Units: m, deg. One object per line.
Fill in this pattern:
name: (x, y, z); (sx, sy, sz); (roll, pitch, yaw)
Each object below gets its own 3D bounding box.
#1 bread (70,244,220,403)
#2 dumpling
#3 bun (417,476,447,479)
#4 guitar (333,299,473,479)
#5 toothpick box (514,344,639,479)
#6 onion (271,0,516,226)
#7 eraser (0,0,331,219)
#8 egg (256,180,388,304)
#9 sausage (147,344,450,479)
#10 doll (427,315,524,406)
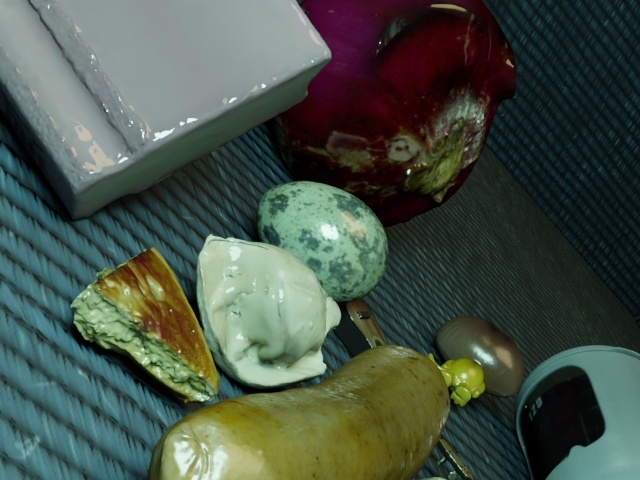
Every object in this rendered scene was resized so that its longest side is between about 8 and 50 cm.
bread: (-0.148, 0.054, 0.825); (0.154, 0.054, 0.136); (47, 20, -35)
dumpling: (-0.050, 0.075, 0.945); (0.199, 0.118, 0.136); (26, 57, -39)
bun: (0.134, 0.322, 0.867); (0.239, 0.141, 0.239); (37, 1, -1)
guitar: (0.097, 0.185, 1.198); (0.271, 0.038, 0.084); (56, 19, 17)
toothpick box: (0.424, 0.341, 1.385); (0.263, 0.263, 0.355); (47, 21, -19)
onion: (0.063, -0.255, 1.478); (0.398, 0.398, 0.420); (31, 7, -48)
eraser: (-0.202, -0.237, 0.899); (0.359, 0.272, 0.122); (57, -22, 6)
egg: (0.000, 0.000, 1.156); (0.172, 0.132, 0.132); (36, 22, -10)
sausage: (0.005, 0.179, 0.850); (0.501, 0.123, 0.136); (-3, 90, -66)
doll: (0.216, 0.177, 1.442); (0.188, 0.096, 0.145); (-6, 42, -40)
